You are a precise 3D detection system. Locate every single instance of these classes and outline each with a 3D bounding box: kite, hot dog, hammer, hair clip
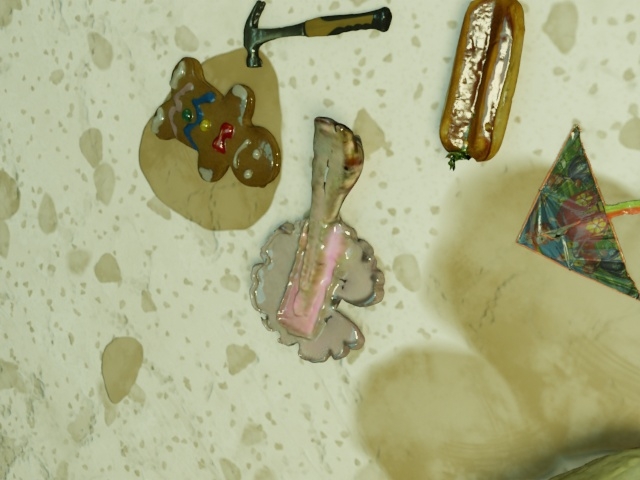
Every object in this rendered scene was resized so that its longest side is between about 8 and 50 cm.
[{"bbox_3d":[0.271,-0.020,0.854,0.159,0.010,0.190,-23,86,32],"label":"kite"},{"bbox_3d":[0.170,-0.163,0.870,0.072,0.055,0.188,20,107,31],"label":"hot dog"},{"bbox_3d":[-0.009,-0.253,0.988,0.201,0.021,0.078,0,97,32],"label":"hammer"},{"bbox_3d":[0.005,-0.004,0.986,0.173,0.069,0.300,27,120,28],"label":"hair clip"}]

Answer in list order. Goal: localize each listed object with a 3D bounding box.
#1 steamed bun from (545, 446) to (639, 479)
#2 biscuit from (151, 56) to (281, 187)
[{"bbox_3d":[0.269,0.348,0.758,0.290,0.272,0.273,-44,73,25],"label":"steamed bun"},{"bbox_3d":[-0.131,-0.142,1.078,0.205,0.031,0.138,39,115,20],"label":"biscuit"}]
